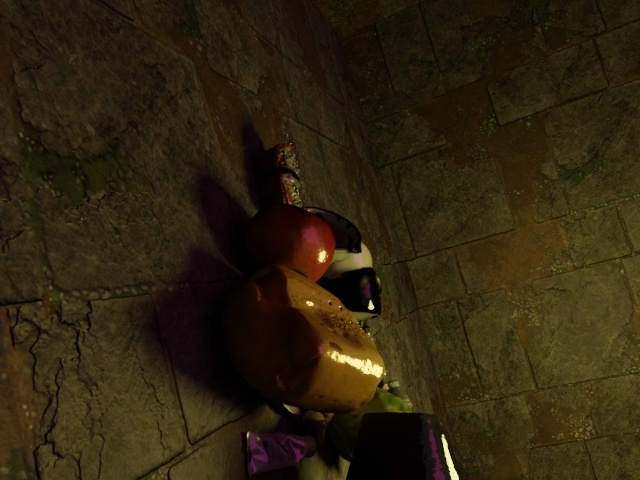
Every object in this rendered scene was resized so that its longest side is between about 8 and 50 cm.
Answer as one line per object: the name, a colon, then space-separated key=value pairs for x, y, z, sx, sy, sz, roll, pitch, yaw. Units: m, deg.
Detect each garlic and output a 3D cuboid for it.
garlic: x=-0.018 y=0.511 z=1.458 sx=0.066 sy=0.084 sz=0.152 roll=-53 pitch=155 yaw=-49

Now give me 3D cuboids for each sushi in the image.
sushi: x=-0.132 y=-0.197 z=1.734 sx=0.130 sy=0.124 sz=0.332 roll=23 pitch=53 yaw=-52

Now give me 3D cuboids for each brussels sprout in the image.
brussels sprout: x=0.155 y=0.585 z=1.631 sx=0.227 sy=0.294 sz=0.260 roll=-51 pitch=167 yaw=-55

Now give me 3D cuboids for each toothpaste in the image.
toothpaste: x=-0.103 y=0.528 z=1.315 sx=0.266 sy=0.061 sz=0.096 roll=27 pitch=50 yaw=-55

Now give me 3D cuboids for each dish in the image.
dish: x=0.000 y=0.000 z=1.818 sx=0.303 sy=0.302 sz=0.120 roll=-68 pitch=179 yaw=-61

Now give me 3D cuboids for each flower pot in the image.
flower pot: x=0.225 y=0.588 z=1.365 sx=0.379 sy=0.379 sz=0.251 roll=44 pitch=45 yaw=-54

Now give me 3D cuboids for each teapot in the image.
teapot: x=0.311 y=0.684 z=2.262 sx=0.116 sy=0.148 sz=0.146 roll=107 pitch=-31 yaw=-54

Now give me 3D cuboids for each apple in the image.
apple: x=-0.086 y=0.021 z=1.491 sx=0.272 sy=0.251 sz=0.207 roll=73 pitch=26 yaw=-57

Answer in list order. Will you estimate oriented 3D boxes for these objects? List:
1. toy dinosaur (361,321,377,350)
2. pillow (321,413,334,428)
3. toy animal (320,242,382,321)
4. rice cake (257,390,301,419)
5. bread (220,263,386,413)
toy dinosaur: x=0.212 y=0.427 z=2.236 sx=0.248 sy=0.075 sz=0.188 roll=67 pitch=12 yaw=0
pillow: x=0.017 y=0.444 z=1.566 sx=0.223 sy=0.084 sz=0.236 roll=-85 pitch=-176 yaw=-52
toy animal: x=0.107 y=0.139 z=1.961 sx=0.251 sy=0.250 sz=0.310 roll=36 pitch=48 yaw=-60
rice cake: x=-0.108 y=0.427 z=1.398 sx=0.207 sy=0.036 sz=0.047 roll=54 pitch=27 yaw=-41
bread: x=-0.071 y=0.256 z=1.317 sx=0.394 sy=0.250 sz=0.361 roll=31 pitch=17 yaw=-47
